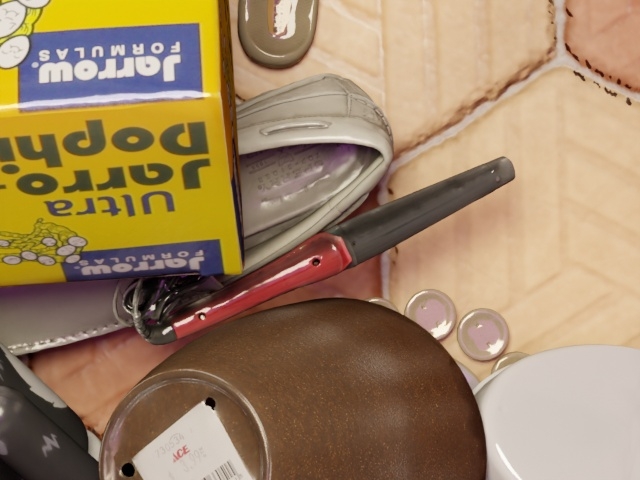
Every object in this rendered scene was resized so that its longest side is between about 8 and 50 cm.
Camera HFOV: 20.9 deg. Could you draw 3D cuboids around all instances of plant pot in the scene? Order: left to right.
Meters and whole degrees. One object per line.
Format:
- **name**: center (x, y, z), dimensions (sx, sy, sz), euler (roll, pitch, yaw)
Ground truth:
- **plant pot**: center (-0.033, 0.135, 1.059), dimensions (0.215, 0.230, 0.215), euler (-2, 84, 21)

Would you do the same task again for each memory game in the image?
- **memory game**: center (0.069, 0.125, 1.202), dimensions (0.186, 0.012, 0.186), euler (0, 90, 0)

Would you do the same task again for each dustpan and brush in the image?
- **dustpan and brush**: center (0.122, 0.124, 1.164), dimensions (0.211, 0.060, 0.147), euler (15, 64, -1)

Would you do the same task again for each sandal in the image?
- **sandal**: center (-0.029, -0.209, 1.183), dimensions (0.072, 0.049, 0.180), euler (0, 90, -1)

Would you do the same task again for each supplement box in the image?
- **supplement box**: center (-0.154, -0.170, 1.037), dimensions (0.194, 0.195, 0.357), euler (-5, 61, -1)

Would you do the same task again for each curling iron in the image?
- **curling iron**: center (0.000, 0.000, 1.094), dimensions (0.274, 0.035, 0.068), euler (-18, 125, -12)

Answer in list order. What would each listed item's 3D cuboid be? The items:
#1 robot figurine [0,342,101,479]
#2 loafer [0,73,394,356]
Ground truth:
- **robot figurine**: center (-0.246, 0.136, 1.090), dimensions (0.173, 0.209, 0.278), euler (-42, 118, 0)
- **loafer**: center (-0.100, -0.010, 1.141), dimensions (0.319, 0.111, 0.112), euler (-30, 114, 0)
